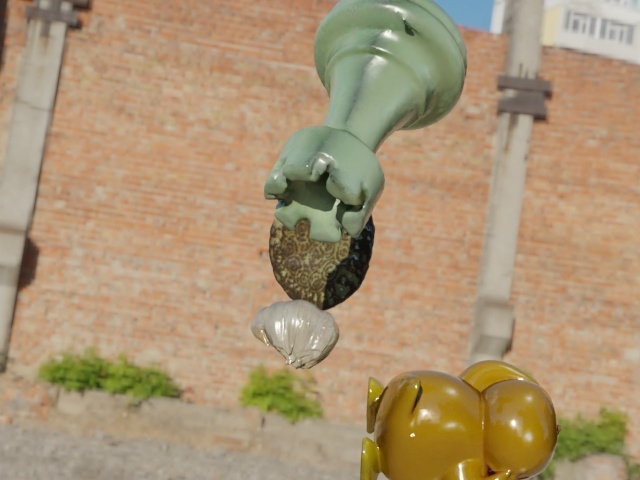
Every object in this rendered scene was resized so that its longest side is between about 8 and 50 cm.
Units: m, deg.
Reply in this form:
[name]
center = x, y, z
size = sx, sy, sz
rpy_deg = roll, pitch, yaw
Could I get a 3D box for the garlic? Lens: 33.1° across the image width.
[garlic]
center = -0.033, 0.109, 1.329
size = 0.113, 0.074, 0.094
rpy_deg = -1, 24, 13

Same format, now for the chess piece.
[chess piece]
center = 0.045, -0.140, 1.255
size = 0.194, 0.299, 0.194
rpy_deg = 16, -39, 13

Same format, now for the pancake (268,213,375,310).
[pancake]
center = -0.001, 0.000, 1.496
size = 0.199, 0.199, 0.021
rpy_deg = 5, -3, 42

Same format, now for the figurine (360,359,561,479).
[figurine]
center = 0.167, 0.239, 1.341
size = 0.228, 0.215, 0.215
rpy_deg = 18, -6, -13
